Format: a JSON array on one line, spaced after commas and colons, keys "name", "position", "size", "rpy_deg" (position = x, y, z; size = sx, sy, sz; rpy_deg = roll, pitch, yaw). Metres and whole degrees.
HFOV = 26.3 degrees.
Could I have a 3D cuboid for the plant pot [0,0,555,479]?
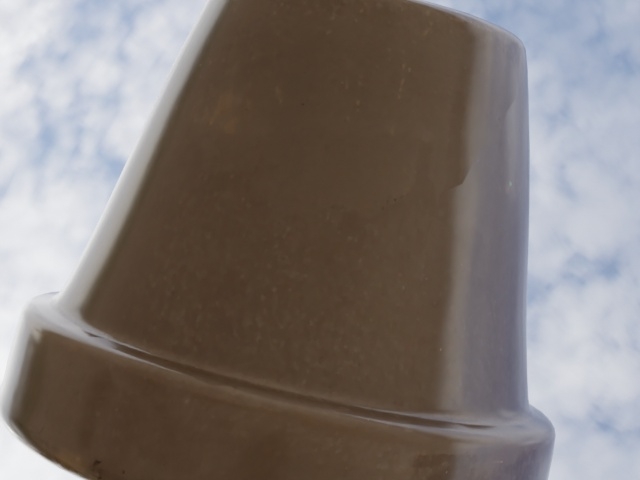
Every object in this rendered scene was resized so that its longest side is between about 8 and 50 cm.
[{"name": "plant pot", "position": [0.000, 0.000, 0.648], "size": [0.263, 0.263, 0.229], "rpy_deg": [16, -86, 24]}]
